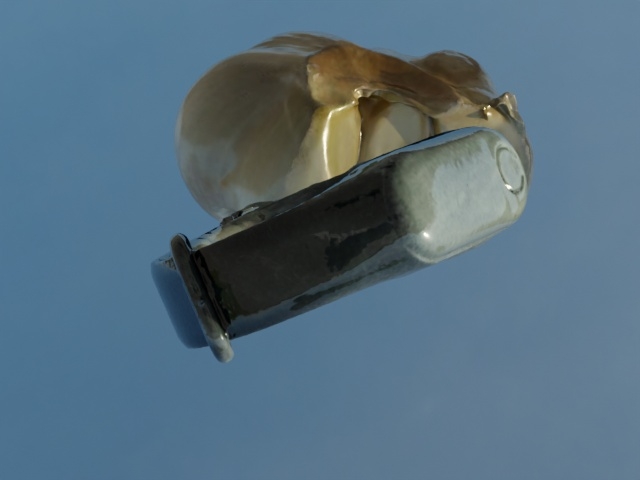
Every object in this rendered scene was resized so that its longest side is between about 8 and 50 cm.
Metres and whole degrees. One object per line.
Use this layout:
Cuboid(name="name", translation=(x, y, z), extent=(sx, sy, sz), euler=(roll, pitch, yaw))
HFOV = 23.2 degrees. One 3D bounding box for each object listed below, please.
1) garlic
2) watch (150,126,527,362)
Cuboid(name="garlic", translation=(0.015, -0.073, 1.275), extent=(0.281, 0.203, 0.185), euler=(-1, -147, -23))
Cuboid(name="watch", translation=(0.000, 0.000, 0.825), extent=(0.193, 0.068, 0.206), euler=(-20, -176, 33))
